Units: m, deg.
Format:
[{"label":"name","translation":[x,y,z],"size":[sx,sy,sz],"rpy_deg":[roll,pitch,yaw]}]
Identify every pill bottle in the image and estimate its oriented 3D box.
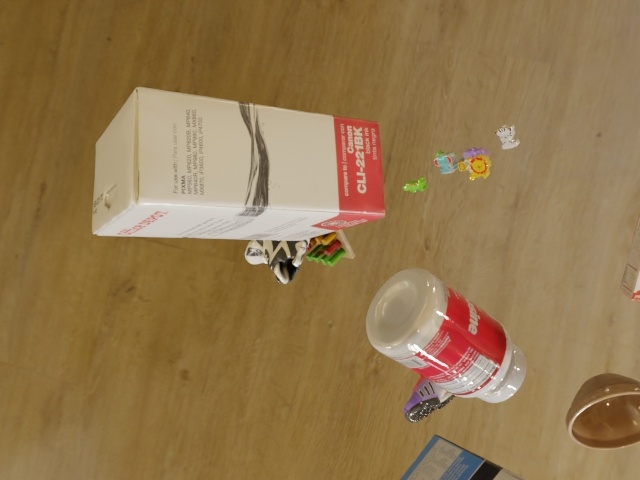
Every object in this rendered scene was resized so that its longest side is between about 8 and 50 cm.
[{"label":"pill bottle","translation":[0.330,0.256,1.563],"size":[0.408,0.229,0.229],"rpy_deg":[33,93,-27]}]

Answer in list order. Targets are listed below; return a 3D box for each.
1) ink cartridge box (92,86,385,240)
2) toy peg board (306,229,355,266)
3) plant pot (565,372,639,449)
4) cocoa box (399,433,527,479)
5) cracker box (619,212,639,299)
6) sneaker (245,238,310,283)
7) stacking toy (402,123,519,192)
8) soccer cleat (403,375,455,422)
[{"label":"ink cartridge box","translation":[-0.096,-0.068,0.686],"size":[0.273,0.197,0.114],"rpy_deg":[1,82,-31]},{"label":"toy peg board","translation":[0.000,0.000,1.882],"size":[0.079,0.161,0.160],"rpy_deg":[-44,122,-26]},{"label":"plant pot","translation":[0.721,0.409,1.533],"size":[0.238,0.109,0.237],"rpy_deg":[-1,128,-1]},{"label":"cocoa box","translation":[0.274,0.533,0.994],"size":[0.231,0.228,0.347],"rpy_deg":[-46,112,-18]},{"label":"cracker box","translation":[0.904,0.045,1.626],"size":[0.156,0.067,0.232],"rpy_deg":[2,111,-6]},{"label":"sneaker","translation":[-0.131,0.058,1.704],"size":[0.235,0.094,0.153],"rpy_deg":[-17,48,32]},{"label":"stacking toy","translation":[0.299,-0.175,1.326],"size":[0.221,0.167,0.052],"rpy_deg":[-9,114,47]},{"label":"soccer cleat","translation":[0.322,0.472,1.898],"size":[0.108,0.318,0.116],"rpy_deg":[-49,65,24]}]
